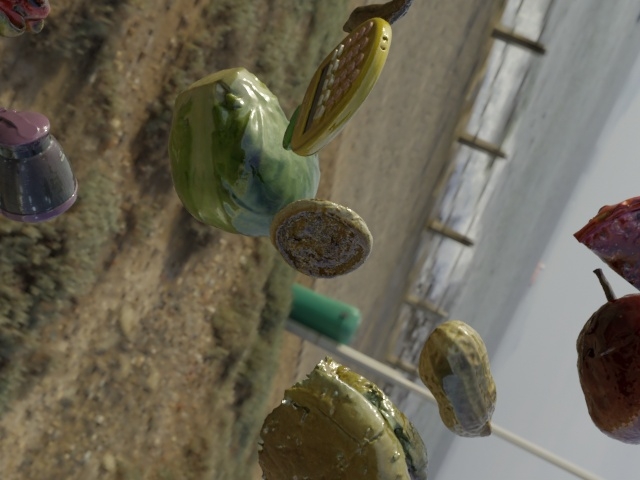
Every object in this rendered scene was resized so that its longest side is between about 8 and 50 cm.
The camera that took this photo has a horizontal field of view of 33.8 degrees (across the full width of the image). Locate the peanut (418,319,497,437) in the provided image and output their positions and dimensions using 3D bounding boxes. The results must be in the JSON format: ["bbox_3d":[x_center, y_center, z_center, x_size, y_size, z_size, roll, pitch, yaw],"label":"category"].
[{"bbox_3d":[0.180,0.187,1.373,0.083,0.093,0.194,-74,154,-52],"label":"peanut"}]

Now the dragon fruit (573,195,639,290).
[{"bbox_3d":[0.444,0.014,1.315,0.134,0.262,0.211,-52,-175,8],"label":"dragon fruit"}]

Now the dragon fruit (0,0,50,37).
[{"bbox_3d":[-0.380,-0.301,1.156,0.150,0.133,0.208,-39,130,10],"label":"dragon fruit"}]

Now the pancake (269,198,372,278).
[{"bbox_3d":[0.000,0.000,1.507,0.158,0.158,0.028,103,4,-47],"label":"pancake"}]

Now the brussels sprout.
[{"bbox_3d":[-0.168,-0.179,2.272,0.276,0.371,0.315,-9,-150,49],"label":"brussels sprout"}]

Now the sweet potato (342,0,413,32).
[{"bbox_3d":[0.071,-0.278,1.289,0.038,0.041,0.153,-28,-175,-35],"label":"sweet potato"}]

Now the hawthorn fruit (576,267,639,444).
[{"bbox_3d":[0.479,0.162,1.573,0.230,0.210,0.266,40,31,-70],"label":"hawthorn fruit"}]

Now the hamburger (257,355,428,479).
[{"bbox_3d":[0.041,0.298,1.281,0.132,0.211,0.309,-36,147,-34],"label":"hamburger"}]

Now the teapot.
[{"bbox_3d":[-0.402,-0.115,1.447,0.148,0.116,0.146,-112,-164,-47],"label":"teapot"}]

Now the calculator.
[{"bbox_3d":[0.016,-0.174,1.234,0.235,0.032,0.146,-37,-148,57],"label":"calculator"}]
